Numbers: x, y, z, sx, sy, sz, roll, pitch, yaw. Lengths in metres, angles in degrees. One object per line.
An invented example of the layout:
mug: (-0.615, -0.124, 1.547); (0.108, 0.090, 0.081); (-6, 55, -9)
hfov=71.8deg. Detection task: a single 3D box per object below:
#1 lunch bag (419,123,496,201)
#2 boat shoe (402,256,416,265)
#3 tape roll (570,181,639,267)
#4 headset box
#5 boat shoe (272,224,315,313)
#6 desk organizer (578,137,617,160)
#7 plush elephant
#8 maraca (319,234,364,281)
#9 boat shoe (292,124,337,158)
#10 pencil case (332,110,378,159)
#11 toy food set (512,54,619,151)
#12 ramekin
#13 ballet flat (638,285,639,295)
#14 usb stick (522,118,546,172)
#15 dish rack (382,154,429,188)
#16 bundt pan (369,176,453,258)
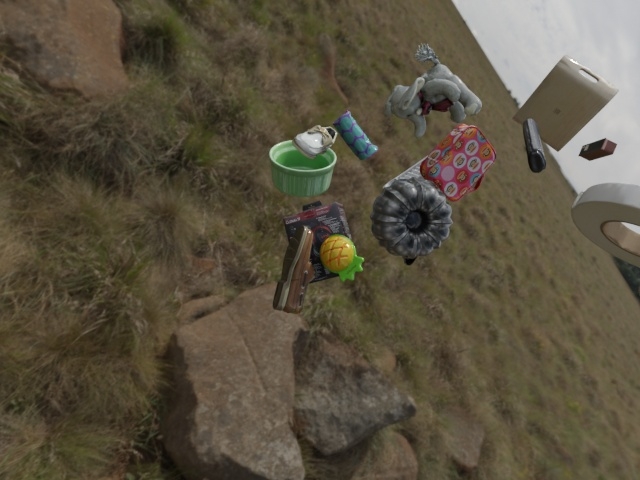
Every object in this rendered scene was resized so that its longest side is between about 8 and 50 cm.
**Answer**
lunch bag: (0.597, -0.317, 1.878); (0.258, 0.293, 0.120); (42, 5, -23)
boat shoe: (0.455, 0.056, 2.187); (0.228, 0.081, 0.069); (89, -8, -66)
tape roll: (0.924, -0.025, 1.261); (0.392, 0.072, 0.392); (35, -3, 2)
headset box: (0.000, 0.000, 1.641); (0.110, 0.218, 0.293); (0, 74, -73)
boat shoe: (-0.073, 0.103, 1.534); (0.104, 0.307, 0.110); (17, 5, -20)
desk organizer: (1.039, -0.339, 1.658); (0.050, 0.047, 0.130); (25, -2, -3)
plush elephant: (0.378, -0.509, 1.620); (0.330, 0.255, 0.272); (49, 8, -11)
maraca: (0.069, 0.057, 1.501); (0.186, 0.127, 0.099); (48, 11, 33)
boat shoe: (-0.017, -0.388, 1.690); (0.113, 0.103, 0.302); (44, 23, -2)
pencil case: (0.106, -0.316, 1.340); (0.152, 0.064, 0.070); (51, 59, -10)
toy food set: (0.889, -0.497, 1.633); (0.219, 0.306, 0.092); (41, 57, 11)
ramekin: (-0.085, -0.327, 2.023); (0.303, 0.148, 0.303); (4, 38, -3)
ballet flat: (1.436, 0.222, 1.604); (0.164, 0.483, 0.182); (-29, 96, -23)
usb stick: (0.633, -0.286, 1.314); (0.077, 0.045, 0.278); (65, 31, -25)
dish rack: (0.482, -0.316, 2.186); (0.072, 0.333, 0.285); (54, 5, -12)
bundt pan: (0.367, -0.079, 1.721); (0.331, 0.331, 0.124); (51, 1, -13)
